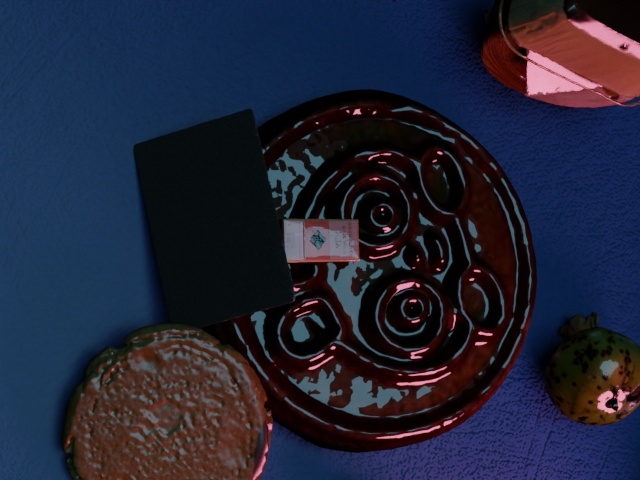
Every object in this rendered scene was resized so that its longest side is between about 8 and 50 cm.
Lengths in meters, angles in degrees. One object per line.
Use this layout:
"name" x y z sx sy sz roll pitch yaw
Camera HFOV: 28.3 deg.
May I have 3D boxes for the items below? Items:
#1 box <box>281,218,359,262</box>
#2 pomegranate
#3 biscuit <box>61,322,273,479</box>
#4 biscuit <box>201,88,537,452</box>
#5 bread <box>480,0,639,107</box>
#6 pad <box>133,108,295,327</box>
"box" 0.000 0.000 1.338 0.083 0.012 0.046 0 86 -20
"pomegranate" 0.322 0.145 1.502 0.122 0.122 0.161 16 42 -20
"biscuit" -0.156 0.195 1.306 0.226 0.042 0.225 -1 96 -7
"biscuit" 0.061 0.031 1.408 0.408 0.091 0.407 2 85 -21
"bread" 0.288 -0.229 1.458 0.224 0.212 0.142 23 72 -22
"pad" -0.112 -0.020 1.323 0.143 0.003 0.211 -16 77 15
